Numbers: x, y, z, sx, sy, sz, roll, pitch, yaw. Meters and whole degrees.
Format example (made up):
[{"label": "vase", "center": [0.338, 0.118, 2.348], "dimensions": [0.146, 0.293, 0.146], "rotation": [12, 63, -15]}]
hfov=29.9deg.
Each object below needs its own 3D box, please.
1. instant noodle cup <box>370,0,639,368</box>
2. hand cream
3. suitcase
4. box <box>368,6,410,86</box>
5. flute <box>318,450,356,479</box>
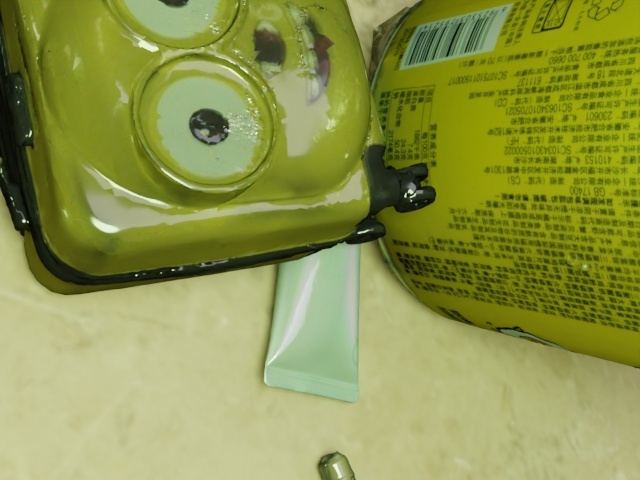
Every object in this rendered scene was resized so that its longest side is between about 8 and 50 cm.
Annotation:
[{"label": "instant noodle cup", "center": [0.198, -0.058, 0.782], "dimensions": [0.325, 0.254, 0.326], "rotation": [-2, 93, -46]}, {"label": "hand cream", "center": [0.000, 0.000, 0.784], "dimensions": [0.078, 0.050, 0.205], "rotation": [17, 68, -39]}, {"label": "suitcase", "center": [-0.066, -0.079, 0.676], "dimensions": [0.234, 0.143, 0.194], "rotation": [-9, 78, -27]}, {"label": "box", "center": [0.084, -0.125, 0.897], "dimensions": [0.098, 0.045, 0.062], "rotation": [22, 61, -30]}, {"label": "flute", "center": [0.049, 0.242, 0.747], "dimensions": [0.027, 0.027, 0.233], "rotation": [-20, 86, -41]}]
